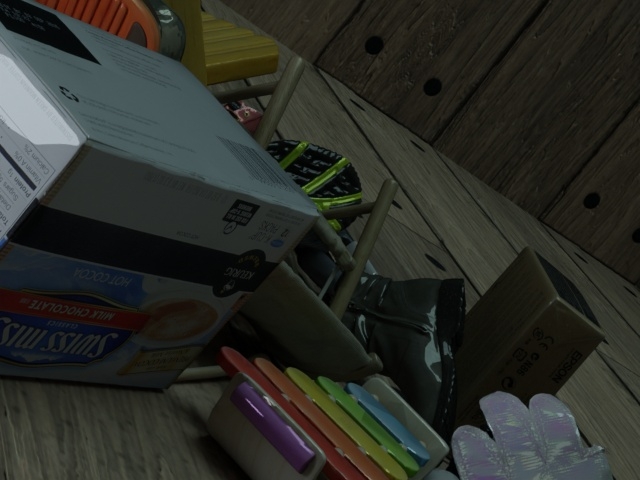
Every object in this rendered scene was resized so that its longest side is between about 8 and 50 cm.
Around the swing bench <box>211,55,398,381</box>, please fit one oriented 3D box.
[{"bbox_3d":[-0.048,-0.011,1.616,0.253,0.165,0.255,51,38,-47],"label":"swing bench"}]

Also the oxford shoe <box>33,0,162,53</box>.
[{"bbox_3d":[-0.271,-0.300,1.474,0.363,0.130,0.132,43,37,9],"label":"oxford shoe"}]

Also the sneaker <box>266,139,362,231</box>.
[{"bbox_3d":[-0.141,-0.088,1.968,0.384,0.145,0.147,24,-21,-22],"label":"sneaker"}]

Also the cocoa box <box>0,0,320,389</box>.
[{"bbox_3d":[-0.216,-0.037,1.275,0.231,0.228,0.347,47,15,26],"label":"cocoa box"}]

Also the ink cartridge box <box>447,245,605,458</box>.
[{"bbox_3d":[0.223,0.144,1.867,0.088,0.235,0.193,36,14,-12],"label":"ink cartridge box"}]

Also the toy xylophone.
[{"bbox_3d":[-0.013,0.172,1.455,0.236,0.081,0.322,42,13,15],"label":"toy xylophone"}]

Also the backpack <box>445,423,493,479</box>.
[{"bbox_3d":[0.223,0.285,1.635,0.173,0.117,0.158,21,22,-53],"label":"backpack"}]

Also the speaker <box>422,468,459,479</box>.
[{"bbox_3d":[0.113,0.273,1.518,0.055,0.055,0.136,39,12,0],"label":"speaker"}]

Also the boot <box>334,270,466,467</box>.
[{"bbox_3d":[0.080,0.145,1.777,0.161,0.246,0.083,3,-32,10],"label":"boot"}]

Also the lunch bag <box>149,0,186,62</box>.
[{"bbox_3d":[-0.337,-0.204,1.577,0.305,0.212,0.256,42,33,17],"label":"lunch bag"}]

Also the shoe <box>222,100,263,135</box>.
[{"bbox_3d":[-0.124,-0.135,1.791,0.063,0.081,0.178,30,0,37],"label":"shoe"}]

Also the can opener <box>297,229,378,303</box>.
[{"bbox_3d":[0.000,0.000,2.085,0.095,0.076,0.283,46,7,-31],"label":"can opener"}]

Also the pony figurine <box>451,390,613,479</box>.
[{"bbox_3d":[0.047,0.289,0.905,0.363,0.302,0.351,8,64,-72],"label":"pony figurine"}]

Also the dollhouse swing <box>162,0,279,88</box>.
[{"bbox_3d":[-0.239,-0.336,1.864,0.347,0.315,0.305,26,43,35],"label":"dollhouse swing"}]
